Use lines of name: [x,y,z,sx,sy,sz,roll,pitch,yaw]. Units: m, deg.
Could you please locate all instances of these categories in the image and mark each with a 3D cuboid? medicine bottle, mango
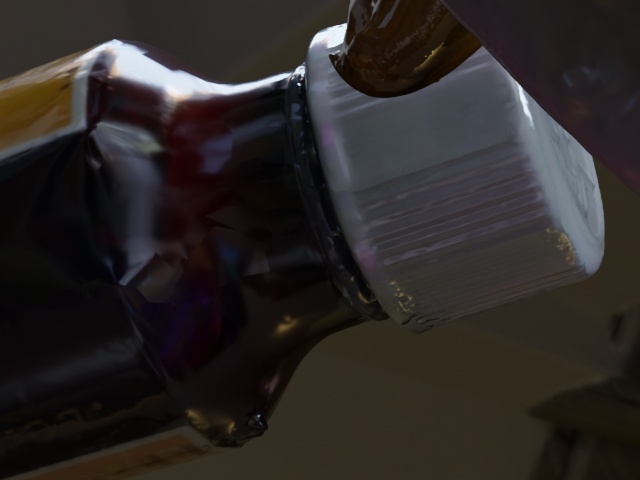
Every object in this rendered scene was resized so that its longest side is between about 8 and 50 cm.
medicine bottle: [-0.050,0.001,1.015,0.395,0.242,0.242,-12,-114,17]
mango: [0.053,-0.113,0.810,0.127,0.063,0.077,-54,-161,37]

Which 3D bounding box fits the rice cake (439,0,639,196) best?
rice cake: [-0.019,-0.135,0.392,0.365,0.073,0.056,46,-58,15]
